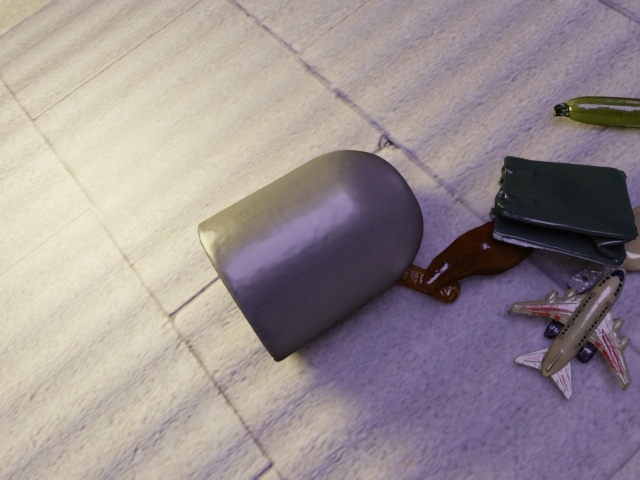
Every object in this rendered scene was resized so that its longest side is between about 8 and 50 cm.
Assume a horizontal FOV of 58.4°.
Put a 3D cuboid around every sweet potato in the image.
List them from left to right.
[{"bbox_3d":[0.349,0.016,1.166,0.359,0.112,0.112,-20,62,-10],"label":"sweet potato"}]

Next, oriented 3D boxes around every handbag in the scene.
[{"bbox_3d":[0.474,-0.073,1.134,0.260,0.079,0.248,14,40,10],"label":"handbag"}]

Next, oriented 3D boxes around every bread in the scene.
[{"bbox_3d":[0.215,0.085,1.194,0.157,0.044,0.052,20,76,20],"label":"bread"}]

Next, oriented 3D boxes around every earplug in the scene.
[{"bbox_3d":[0.000,0.000,1.126,0.394,0.313,0.313,-33,63,-5],"label":"earplug"}]

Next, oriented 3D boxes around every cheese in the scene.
[{"bbox_3d":[0.604,0.028,1.141,0.251,0.054,0.127,-33,58,-5],"label":"cheese"}]

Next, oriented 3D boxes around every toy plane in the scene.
[{"bbox_3d":[0.486,0.159,1.069,0.242,0.104,0.256,37,80,27],"label":"toy plane"}]

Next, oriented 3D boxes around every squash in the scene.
[{"bbox_3d":[0.650,-0.288,1.277,0.252,0.066,0.066,9,66,15],"label":"squash"}]
